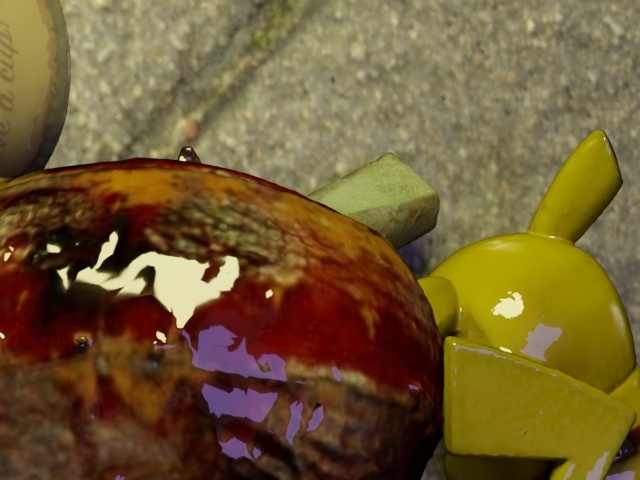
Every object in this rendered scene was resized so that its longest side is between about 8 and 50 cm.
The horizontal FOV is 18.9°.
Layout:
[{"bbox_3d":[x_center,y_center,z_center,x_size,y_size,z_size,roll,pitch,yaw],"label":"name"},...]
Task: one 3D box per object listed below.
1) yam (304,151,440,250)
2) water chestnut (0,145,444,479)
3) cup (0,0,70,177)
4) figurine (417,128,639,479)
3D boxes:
[{"bbox_3d":[0.000,0.000,1.305,0.169,0.068,0.068,-29,99,-24],"label":"yam"},{"bbox_3d":[-0.100,0.072,1.129,0.350,0.350,0.302,18,57,-23],"label":"water chestnut"},{"bbox_3d":[-0.300,-0.131,1.122,0.257,0.227,0.301,0,57,-37],"label":"cup"},{"bbox_3d":[0.147,0.118,1.312,0.218,0.169,0.326,-28,100,-29],"label":"figurine"}]
